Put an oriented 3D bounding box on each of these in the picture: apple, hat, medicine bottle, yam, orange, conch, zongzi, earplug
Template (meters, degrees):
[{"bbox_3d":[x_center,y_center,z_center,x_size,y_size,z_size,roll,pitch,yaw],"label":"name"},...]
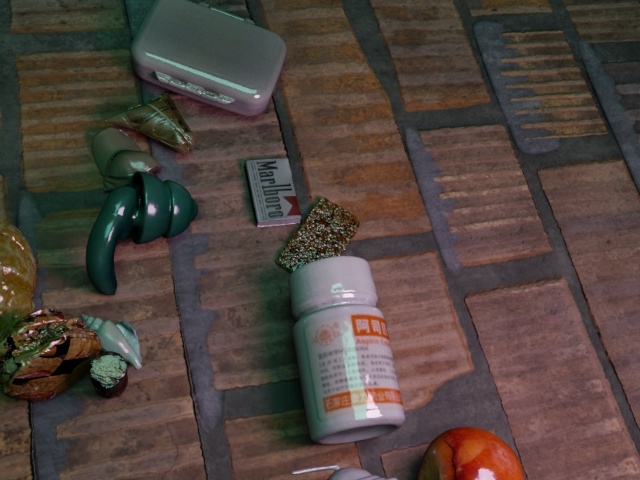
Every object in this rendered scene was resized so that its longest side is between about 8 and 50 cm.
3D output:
[{"bbox_3d":[0.314,0.526,1.580,0.207,0.251,0.271,12,50,-9],"label":"apple"},{"bbox_3d":[-0.478,-0.204,1.837,0.147,0.085,0.175,-30,76,-24],"label":"hat"},{"bbox_3d":[-0.287,-0.479,1.998,0.375,0.123,0.282,19,63,-3],"label":"medicine bottle"},{"bbox_3d":[-0.432,0.278,1.579,0.079,0.141,0.079,5,65,-11],"label":"yam"},{"bbox_3d":[-0.725,0.094,1.563,0.271,0.210,0.368,6,65,-13],"label":"orange"},{"bbox_3d":[-0.449,0.211,1.660,0.180,0.088,0.065,40,105,0],"label":"conch"},{"bbox_3d":[0.050,0.238,1.677,0.211,0.211,0.371,-3,66,-15],"label":"medicine bottle"},{"bbox_3d":[-0.408,-0.254,1.879,0.178,0.081,0.189,-24,71,-24],"label":"zongzi"},{"bbox_3d":[-0.400,-0.031,1.731,0.280,0.164,0.257,-9,73,-29],"label":"earplug"}]

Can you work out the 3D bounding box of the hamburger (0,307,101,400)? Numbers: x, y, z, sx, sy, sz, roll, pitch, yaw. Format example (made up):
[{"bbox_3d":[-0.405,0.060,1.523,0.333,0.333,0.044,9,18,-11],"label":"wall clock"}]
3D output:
[{"bbox_3d":[-0.552,0.236,1.528,0.231,0.231,0.107,-31,63,-25],"label":"hamburger"}]

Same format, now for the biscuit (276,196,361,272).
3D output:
[{"bbox_3d":[0.000,0.000,1.889,0.131,0.025,0.230,32,62,2],"label":"biscuit"}]

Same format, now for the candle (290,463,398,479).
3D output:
[{"bbox_3d":[0.093,0.592,1.510,0.222,0.221,0.342,-13,67,-19],"label":"candle"}]

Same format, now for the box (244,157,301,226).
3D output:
[{"bbox_3d":[-0.119,-0.122,1.914,0.115,0.036,0.177,-6,66,-17],"label":"box"}]
